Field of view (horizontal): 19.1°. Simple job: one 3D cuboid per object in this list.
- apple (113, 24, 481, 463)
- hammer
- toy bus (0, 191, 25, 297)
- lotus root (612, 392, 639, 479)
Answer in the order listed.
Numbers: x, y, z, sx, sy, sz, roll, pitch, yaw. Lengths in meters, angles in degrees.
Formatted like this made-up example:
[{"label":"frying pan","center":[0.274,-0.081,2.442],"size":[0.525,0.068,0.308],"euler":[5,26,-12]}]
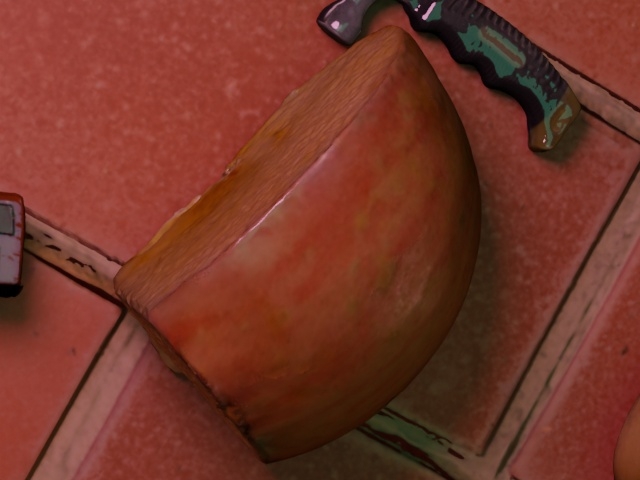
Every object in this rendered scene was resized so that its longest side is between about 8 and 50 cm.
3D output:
[{"label":"apple","center":[0.000,0.000,1.499],"size":[0.309,0.314,0.252],"euler":[-40,57,-7]},{"label":"hammer","center":[0.126,-0.171,1.592],"size":[0.226,0.041,0.159],"euler":[41,86,-10]},{"label":"toy bus","center":[-0.432,-0.010,1.464],"size":[0.408,0.093,0.092],"euler":[6,84,-12]},{"label":"lotus root","center":[0.354,0.139,1.606],"size":[0.303,0.131,0.146],"euler":[-46,123,-5]}]
